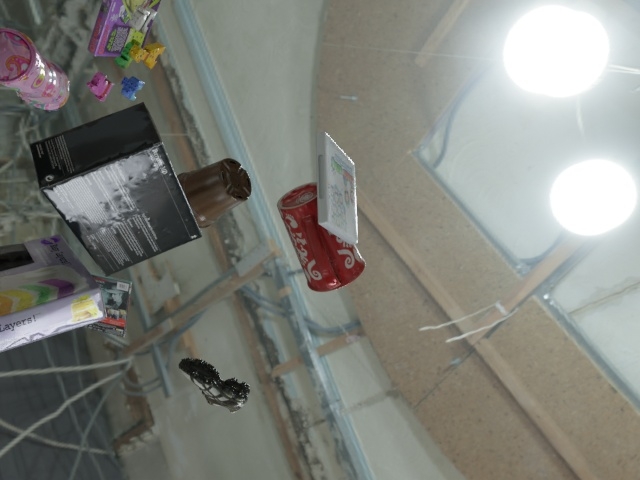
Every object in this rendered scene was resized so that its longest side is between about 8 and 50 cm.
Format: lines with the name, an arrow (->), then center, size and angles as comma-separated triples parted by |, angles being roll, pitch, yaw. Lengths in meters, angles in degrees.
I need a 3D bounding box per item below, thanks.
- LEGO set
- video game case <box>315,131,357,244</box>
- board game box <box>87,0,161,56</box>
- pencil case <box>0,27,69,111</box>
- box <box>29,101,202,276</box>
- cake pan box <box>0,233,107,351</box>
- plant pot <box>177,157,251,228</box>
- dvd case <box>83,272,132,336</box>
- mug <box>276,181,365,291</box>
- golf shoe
LEGO set -> -0.401, -0.381, 1.309 | 0.087, 0.093, 0.227 | 34, -82, 3
video game case -> 0.028, -0.078, 0.986 | 0.019, 0.157, 0.143 | -6, -104, 19
board game box -> -0.624, -0.766, 2.046 | 0.056, 0.208, 0.347 | 38, -62, 12
pencil case -> -0.646, -0.367, 1.375 | 0.284, 0.124, 0.124 | 180, -98, -82
box -> -0.320, -0.074, 1.017 | 0.261, 0.184, 0.103 | 83, -17, -58
cake pan box -> -0.513, 0.086, 1.025 | 0.267, 0.246, 0.070 | 33, -51, 49
plant pot -> -0.287, -0.137, 1.697 | 0.165, 0.167, 0.167 | -21, -98, 31
dvd case -> -0.425, 0.129, 1.245 | 0.087, 0.013, 0.119 | 12, -72, 2
mug -> 0.007, -0.005, 1.085 | 0.150, 0.113, 0.169 | 25, -37, 59
golf shoe -> -0.280, 0.373, 1.579 | 0.198, 0.077, 0.094 | 30, -64, 3
